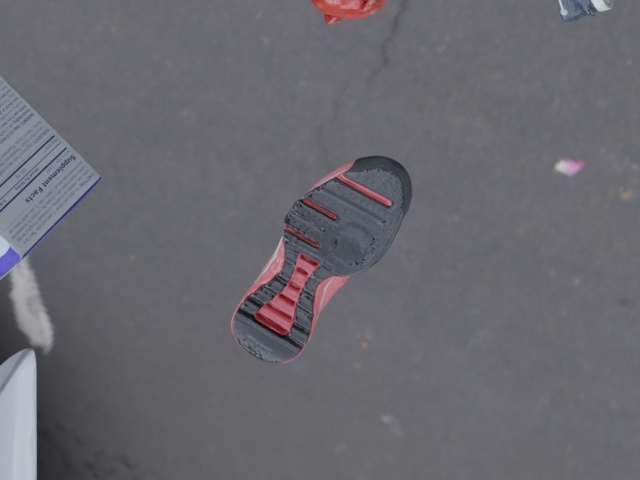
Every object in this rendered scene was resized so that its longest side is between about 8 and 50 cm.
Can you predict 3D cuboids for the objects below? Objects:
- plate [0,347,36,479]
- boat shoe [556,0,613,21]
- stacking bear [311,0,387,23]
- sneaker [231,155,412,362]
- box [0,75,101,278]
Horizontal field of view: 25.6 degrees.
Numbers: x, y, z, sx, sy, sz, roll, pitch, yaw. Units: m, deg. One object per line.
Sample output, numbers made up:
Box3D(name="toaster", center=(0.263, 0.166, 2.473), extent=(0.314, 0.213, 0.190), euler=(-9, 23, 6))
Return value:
Box3D(name="plate", center=(-0.298, 0.262, 1.118), extent=(0.045, 0.278, 0.277), euler=(12, 121, 9))
Box3D(name="boat shoe", center=(0.298, -0.402, 1.823), extent=(0.079, 0.095, 0.254), euler=(-18, 117, 30))
Box3D(name="stacking bear", center=(0.042, -0.411, 1.707), extent=(0.164, 0.289, 0.175), euler=(12, 171, -37))
Box3D(name="sneaker", center=(-0.001, 0.000, 1.648), extent=(0.116, 0.136, 0.314), euler=(34, 122, -7))
Box3D(name="box", center=(-0.279, -0.053, 1.183), extent=(0.137, 0.126, 0.072), euler=(46, 134, -9))
